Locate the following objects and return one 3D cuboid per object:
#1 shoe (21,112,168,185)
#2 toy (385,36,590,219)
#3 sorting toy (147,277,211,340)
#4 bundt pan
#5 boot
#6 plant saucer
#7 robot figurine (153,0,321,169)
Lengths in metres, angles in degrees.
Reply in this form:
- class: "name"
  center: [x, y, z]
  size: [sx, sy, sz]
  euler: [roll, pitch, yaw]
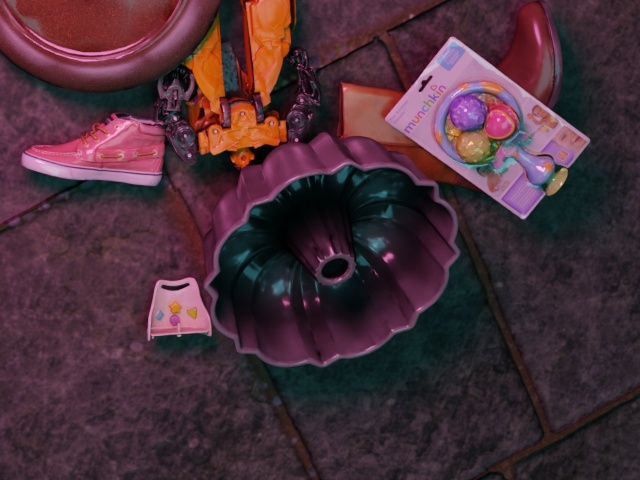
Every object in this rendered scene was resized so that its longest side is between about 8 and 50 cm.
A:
- class: "shoe"
  center: [-0.272, -0.117, 1.935]
  size: [0.178, 0.063, 0.081]
  euler: [5, 105, -25]
- class: "toy"
  center: [0.217, -0.132, 2.009]
  size: [0.237, 0.056, 0.137]
  euler: [33, 105, -22]
- class: "sorting toy"
  center: [-0.185, 0.086, 2.046]
  size: [0.083, 0.045, 0.075]
  euler: [-3, 102, -17]
- class: "bundt pan"
  center: [0.000, 0.000, 1.995]
  size: [0.331, 0.124, 0.330]
  euler: [-12, 132, -14]
- class: "boot"
  center: [0.159, -0.188, 2.058]
  size: [0.281, 0.096, 0.264]
  euler: [3, 115, -12]
- class: "plant saucer"
  center: [-0.261, -0.321, 1.825]
  size: [0.311, 0.050, 0.310]
  euler: [0, 100, -2]
- class: "robot figurine"
  center: [-0.108, -0.231, 1.936]
  size: [0.211, 0.085, 0.291]
  euler: [-9, 110, -15]
